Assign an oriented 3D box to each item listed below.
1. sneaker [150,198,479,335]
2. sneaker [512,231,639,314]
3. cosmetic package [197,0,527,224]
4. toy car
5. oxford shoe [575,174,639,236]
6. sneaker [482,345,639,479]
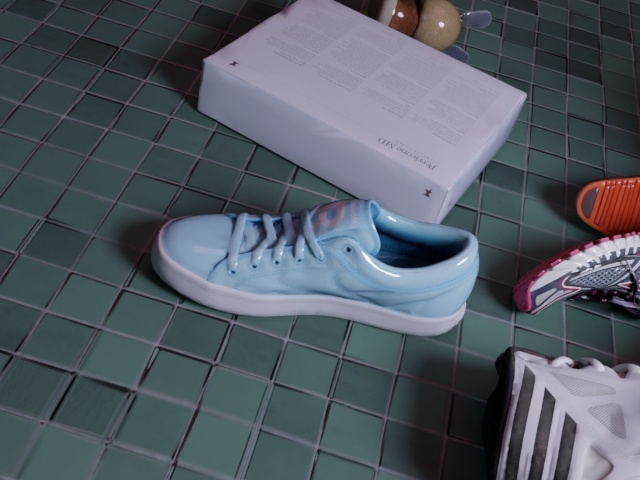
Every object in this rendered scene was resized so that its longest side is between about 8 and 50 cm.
[{"bbox_3d":[0.000,0.000,0.932,0.366,0.150,0.135,7,43,-9],"label":"sneaker"},{"bbox_3d":[0.378,0.048,1.024,0.299,0.121,0.111,-10,79,-15],"label":"sneaker"},{"bbox_3d":[0.063,-0.196,1.190,0.377,0.097,0.284,30,43,15],"label":"cosmetic package"},{"bbox_3d":[0.175,-0.361,1.361,0.189,0.155,0.148,18,43,-12],"label":"toy car"},{"bbox_3d":[0.468,-0.050,1.178,0.272,0.096,0.098,6,24,-16],"label":"oxford shoe"},{"bbox_3d":[0.330,0.144,0.851,0.258,0.169,0.448,34,44,30],"label":"sneaker"}]
